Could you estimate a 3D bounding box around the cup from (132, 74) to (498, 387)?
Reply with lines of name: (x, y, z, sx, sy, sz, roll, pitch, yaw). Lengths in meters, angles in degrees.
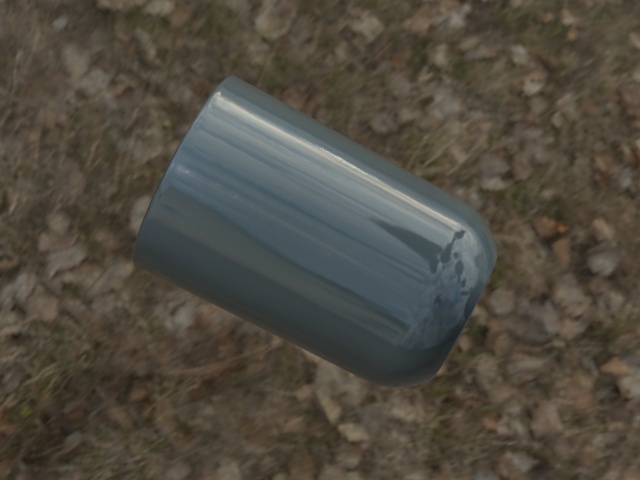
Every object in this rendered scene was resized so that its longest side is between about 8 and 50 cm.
cup: (0.000, 0.000, 1.456, 0.312, 0.205, 0.205, 27, 63, 2)
